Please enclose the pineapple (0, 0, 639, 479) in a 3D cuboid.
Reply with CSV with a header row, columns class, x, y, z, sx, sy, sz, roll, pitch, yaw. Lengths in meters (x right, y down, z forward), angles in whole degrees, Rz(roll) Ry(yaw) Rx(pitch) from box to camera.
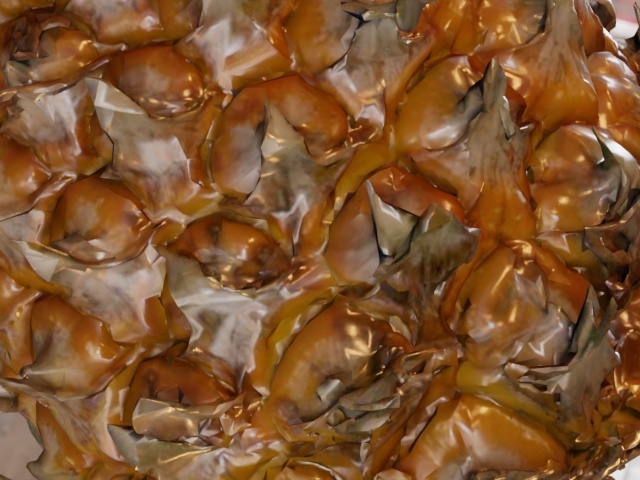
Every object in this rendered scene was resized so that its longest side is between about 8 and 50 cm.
class,x,y,z,sx,sy,sz,roll,pitch,yaw
pineapple,0.003,-0.001,0.796,0.352,0.300,0.352,-28,168,-7
